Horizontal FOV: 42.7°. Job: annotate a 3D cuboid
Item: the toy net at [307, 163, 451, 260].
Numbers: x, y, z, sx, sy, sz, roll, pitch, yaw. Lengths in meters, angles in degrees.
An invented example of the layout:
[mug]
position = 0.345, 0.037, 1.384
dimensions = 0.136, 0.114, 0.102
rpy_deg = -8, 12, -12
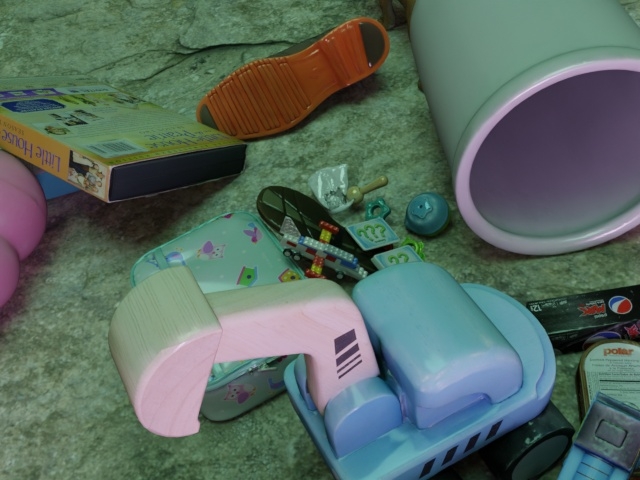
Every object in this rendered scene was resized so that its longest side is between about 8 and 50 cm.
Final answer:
[toy net]
position = 0.078, -0.043, 1.259
dimensions = 0.232, 0.045, 0.122
rpy_deg = 20, 83, 29

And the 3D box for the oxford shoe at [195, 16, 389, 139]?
[oxford shoe]
position = -0.052, -0.282, 1.467
dimensions = 0.363, 0.130, 0.133
rpy_deg = -24, 16, -3

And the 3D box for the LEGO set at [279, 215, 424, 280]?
[LEGO set]
position = 0.057, 0.037, 1.089
dimensions = 0.244, 0.060, 0.182
rpy_deg = -14, 54, -40

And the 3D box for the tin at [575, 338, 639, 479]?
[tin]
position = 0.369, 0.202, 0.988
dimensions = 0.106, 0.040, 0.190
rpy_deg = 2, 48, 6

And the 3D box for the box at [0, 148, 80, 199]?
[box]
position = -0.529, -0.107, 1.403
dimensions = 0.244, 0.060, 0.101
rpy_deg = -17, 47, -5

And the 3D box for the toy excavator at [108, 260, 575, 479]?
[toy excavator]
position = 0.045, 0.125, 0.834
dimensions = 0.432, 0.445, 0.222
rpy_deg = -25, 48, -13

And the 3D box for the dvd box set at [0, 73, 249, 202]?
[dvd box set]
position = -0.374, -0.184, 1.352
dimensions = 0.420, 0.062, 0.307
rpy_deg = 25, 25, 27

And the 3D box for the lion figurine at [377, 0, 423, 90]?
[lion figurine]
position = 0.167, -0.458, 1.480
dimensions = 0.142, 0.240, 0.392
rpy_deg = -24, 49, -12

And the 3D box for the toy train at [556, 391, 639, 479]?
[toy train]
position = 0.295, 0.254, 0.879
dimensions = 0.080, 0.105, 0.184
rpy_deg = 25, 81, 30

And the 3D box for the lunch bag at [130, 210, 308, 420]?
[lunch bag]
position = -0.128, 0.097, 1.117
dimensions = 0.224, 0.108, 0.279
rpy_deg = -26, 48, -14

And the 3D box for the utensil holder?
[utensil holder]
position = 0.312, -0.228, 1.193
dimensions = 0.327, 0.328, 0.386
rpy_deg = -11, 46, 0

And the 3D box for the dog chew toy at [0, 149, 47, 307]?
[dog chew toy]
position = -0.530, 0.023, 1.204
dimensions = 0.206, 0.207, 0.332
rpy_deg = -1, 57, 9

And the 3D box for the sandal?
[sandal]
position = 0.000, 0.000, 1.180
dimensions = 0.219, 0.060, 0.090
rpy_deg = 28, 42, -12

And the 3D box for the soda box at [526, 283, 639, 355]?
[soda box]
position = 0.356, 0.104, 1.065
dimensions = 0.168, 0.053, 0.060
rpy_deg = -10, 48, 2
